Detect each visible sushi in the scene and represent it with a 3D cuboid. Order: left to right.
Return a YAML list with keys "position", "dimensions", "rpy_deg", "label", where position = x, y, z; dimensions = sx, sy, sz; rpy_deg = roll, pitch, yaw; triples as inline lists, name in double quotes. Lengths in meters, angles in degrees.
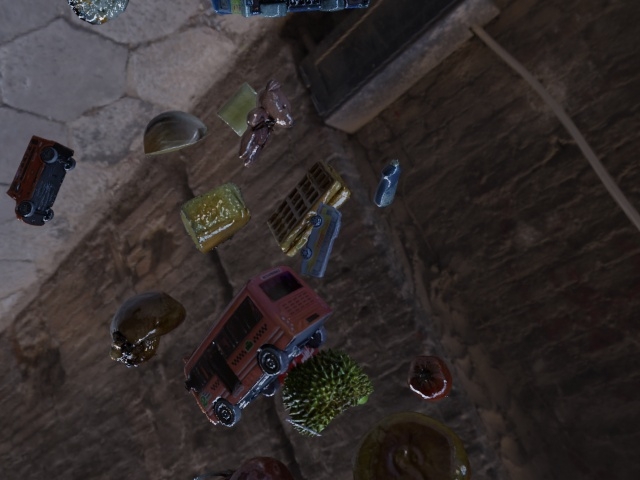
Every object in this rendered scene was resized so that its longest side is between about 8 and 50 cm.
- position: [-0.495, -0.574, 1.081]
  dimensions: [0.136, 0.126, 0.225]
  rpy_deg: [-13, 163, -5]
  label: "sushi"

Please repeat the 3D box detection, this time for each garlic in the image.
- position: [-0.391, -0.294, 1.370]
  dimensions: [0.195, 0.102, 0.087]
  rpy_deg: [-13, -176, 13]
  label: "garlic"

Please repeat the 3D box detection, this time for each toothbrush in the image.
- position: [-0.038, 0.419, 1.155]
  dimensions: [0.097, 0.008, 0.006]
  rpy_deg: [33, 135, -19]
  label: "toothbrush"

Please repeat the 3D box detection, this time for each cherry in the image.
- position: [-0.220, 0.877, 1.660]
  dimensions: [0.326, 0.335, 0.291]
  rpy_deg: [-12, 175, 30]
  label: "cherry"

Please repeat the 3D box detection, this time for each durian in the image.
- position: [0.005, 0.379, 1.325]
  dimensions: [0.236, 0.177, 0.200]
  rpy_deg: [-33, 168, 11]
  label: "durian"

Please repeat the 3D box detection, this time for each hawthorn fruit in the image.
- position: [0.387, 0.487, 1.792]
  dimensions: [0.162, 0.163, 0.203]
  rpy_deg: [-27, 147, 7]
  label: "hawthorn fruit"

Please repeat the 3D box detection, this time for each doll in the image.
- position: [-0.182, -0.395, 1.810]
  dimensions: [0.156, 0.304, 0.201]
  rpy_deg: [17, 167, 9]
  label: "doll"

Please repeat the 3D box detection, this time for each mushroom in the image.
- position: [-0.589, 0.281, 1.715]
  dimensions: [0.263, 0.195, 0.283]
  rpy_deg: [-17, -152, 32]
  label: "mushroom"

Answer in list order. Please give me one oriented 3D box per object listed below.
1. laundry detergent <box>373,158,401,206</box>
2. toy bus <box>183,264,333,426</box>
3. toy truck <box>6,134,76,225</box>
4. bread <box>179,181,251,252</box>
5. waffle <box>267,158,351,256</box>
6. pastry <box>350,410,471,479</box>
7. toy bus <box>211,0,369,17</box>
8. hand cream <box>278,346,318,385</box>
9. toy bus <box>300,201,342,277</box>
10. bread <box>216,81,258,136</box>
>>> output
- position: [0.279, -0.238, 2.090]
  dimensions: [0.096, 0.061, 0.207]
  rpy_deg: [-14, 133, -33]
  label: "laundry detergent"
- position: [-0.176, 0.274, 1.314]
  dimensions: [0.427, 0.233, 0.203]
  rpy_deg: [-50, 164, 31]
  label: "toy bus"
- position: [-0.835, -0.175, 1.522]
  dimensions: [0.107, 0.114, 0.253]
  rpy_deg: [48, 63, -81]
  label: "toy truck"
- position: [-0.279, -0.053, 1.306]
  dimensions: [0.169, 0.140, 0.160]
  rpy_deg: [-31, -178, -31]
  label: "bread"
- position: [-0.050, -0.117, 1.839]
  dimensions: [0.098, 0.224, 0.328]
  rpy_deg: [36, 105, -32]
  label: "waffle"
- position: [0.255, 0.667, 1.474]
  dimensions: [0.355, 0.356, 0.164]
  rpy_deg: [-25, 138, -1]
  label: "pastry"
- position: [-0.061, -0.561, 1.083]
  dimensions: [0.312, 0.190, 0.152]
  rpy_deg: [-18, 122, -28]
  label: "toy bus"
- position: [-0.127, 0.342, 1.609]
  dimensions: [0.149, 0.231, 0.230]
  rpy_deg: [-26, 166, 30]
  label: "hand cream"
- position: [0.000, 0.000, 1.333]
  dimensions: [0.064, 0.075, 0.191]
  rpy_deg: [1, 107, -79]
  label: "toy bus"
- position: [-0.315, -0.535, 2.090]
  dimensions: [0.178, 0.060, 0.139]
  rpy_deg: [-43, 117, 7]
  label: "bread"
